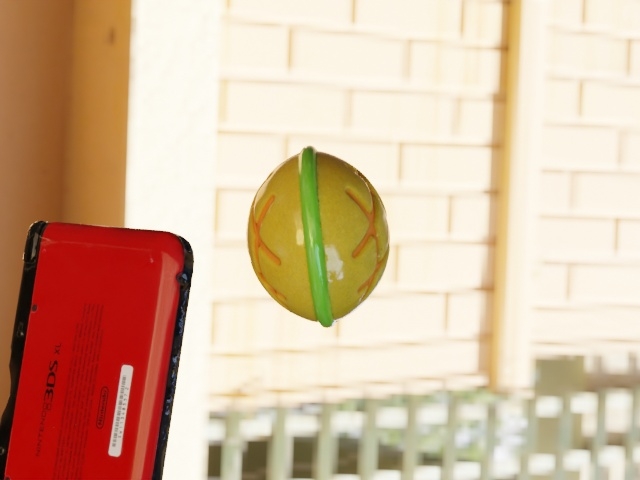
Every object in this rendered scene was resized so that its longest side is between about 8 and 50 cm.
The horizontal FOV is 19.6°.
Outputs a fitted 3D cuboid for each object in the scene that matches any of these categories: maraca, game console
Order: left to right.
[{"bbox_3d":[-0.088,0.069,0.777,0.124,0.144,0.085,4,174,36],"label":"game console"},{"bbox_3d":[0.000,0.000,1.309,0.099,0.127,0.186,-3,172,4],"label":"maraca"}]
